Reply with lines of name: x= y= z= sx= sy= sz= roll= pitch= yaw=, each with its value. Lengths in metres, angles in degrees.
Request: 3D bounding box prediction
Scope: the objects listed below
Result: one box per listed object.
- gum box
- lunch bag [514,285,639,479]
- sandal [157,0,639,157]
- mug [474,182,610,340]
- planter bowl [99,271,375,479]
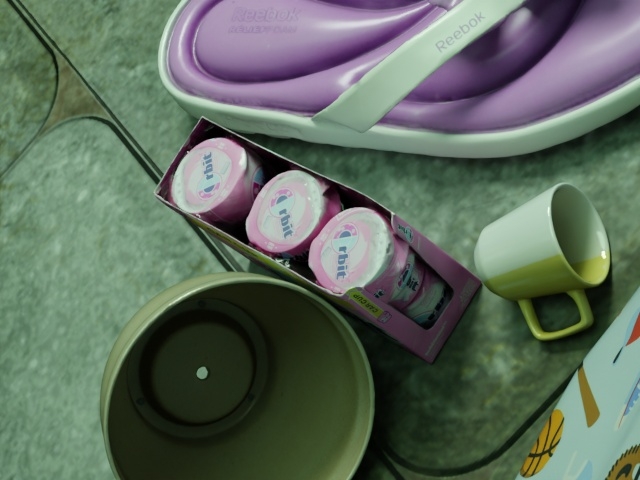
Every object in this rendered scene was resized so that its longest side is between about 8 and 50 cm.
gum box: x=0.000 y=0.000 z=1.035 sx=0.188 sy=0.107 sz=0.062 roll=28 pitch=85 yaw=41
lunch bag: x=0.189 y=0.100 z=0.767 sx=0.303 sy=0.115 sz=0.243 roll=-60 pitch=7 yaw=-1
sandal: x=0.054 y=-0.138 z=1.070 sx=0.416 sy=0.102 sz=0.169 roll=-6 pitch=66 yaw=32
mug: x=0.124 y=0.012 z=0.973 sx=0.064 sy=0.062 sz=0.078 roll=-22 pitch=49 yaw=35
planter bowl: x=-0.061 y=0.089 z=1.016 sx=0.162 sy=0.162 sz=0.109 roll=-55 pitch=23 yaw=-1
